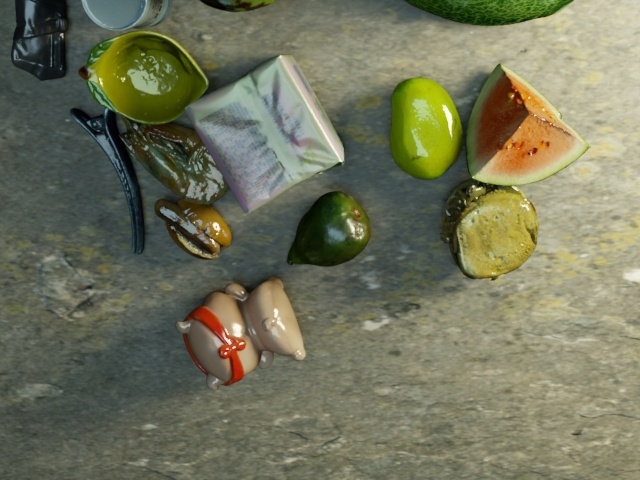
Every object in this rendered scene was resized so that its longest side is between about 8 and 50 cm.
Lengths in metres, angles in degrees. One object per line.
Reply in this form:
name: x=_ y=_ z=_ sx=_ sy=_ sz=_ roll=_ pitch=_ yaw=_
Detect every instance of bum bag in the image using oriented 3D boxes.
bum bag: x=-0.455 y=-0.360 z=1.276 sx=0.087 sy=0.049 sz=0.197 roll=1 pitch=109 yaw=-21

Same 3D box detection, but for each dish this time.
dish: x=-0.278 y=-0.269 z=1.273 sx=0.208 sy=0.080 sz=0.148 roll=8 pitch=112 yaw=0

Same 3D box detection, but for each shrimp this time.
shrimp: x=-0.243 y=-0.149 z=1.318 sx=0.217 sy=0.051 sz=0.115 roll=38 pitch=84 yaw=-7

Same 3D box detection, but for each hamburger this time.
hamburger: x=0.278 y=-0.016 z=1.287 sx=0.159 sy=0.131 sz=0.184 roll=-10 pitch=113 yaw=-1

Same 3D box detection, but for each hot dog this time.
hot dog: x=-0.220 y=-0.027 z=1.354 sx=0.090 sy=0.060 sz=0.140 roll=-38 pitch=97 yaw=10

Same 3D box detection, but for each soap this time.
soap: x=-0.083 y=-0.173 z=1.255 sx=0.182 sy=0.138 sz=0.199 roll=-28 pitch=103 yaw=11

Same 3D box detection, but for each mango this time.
mango: x=0.170 y=-0.178 z=1.260 sx=0.117 sy=0.089 sz=0.163 roll=1 pitch=107 yaw=4

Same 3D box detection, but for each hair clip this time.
hair clip: x=-0.342 y=-0.103 z=1.347 sx=0.083 sy=0.048 sz=0.275 roll=-15 pitch=107 yaw=4

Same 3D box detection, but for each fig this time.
fig: x=0.000 y=0.000 z=1.328 sx=0.177 sy=0.117 sz=0.117 roll=-36 pitch=102 yaw=24

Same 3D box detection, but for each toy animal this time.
toy animal: x=-0.138 y=0.162 z=1.363 sx=0.198 sy=0.171 sz=0.171 roll=-21 pitch=105 yaw=2

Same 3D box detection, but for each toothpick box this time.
toothpick box: x=-0.293 y=-0.373 z=1.201 sx=0.101 sy=0.153 sz=0.101 roll=1 pitch=108 yaw=5

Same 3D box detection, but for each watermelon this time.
watermelon: x=0.309 y=-0.185 z=1.244 sx=0.193 sy=0.145 sz=0.137 roll=-15 pitch=136 yaw=-4

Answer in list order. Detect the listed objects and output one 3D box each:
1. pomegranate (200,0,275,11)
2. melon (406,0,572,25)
pomegranate: x=-0.137 y=-0.453 z=1.129 sx=0.271 sy=0.254 sz=0.254 roll=-24 pitch=104 yaw=23
melon: x=0.234 y=-0.438 z=1.122 sx=0.344 sy=0.226 sz=0.331 roll=37 pitch=146 yaw=-7
